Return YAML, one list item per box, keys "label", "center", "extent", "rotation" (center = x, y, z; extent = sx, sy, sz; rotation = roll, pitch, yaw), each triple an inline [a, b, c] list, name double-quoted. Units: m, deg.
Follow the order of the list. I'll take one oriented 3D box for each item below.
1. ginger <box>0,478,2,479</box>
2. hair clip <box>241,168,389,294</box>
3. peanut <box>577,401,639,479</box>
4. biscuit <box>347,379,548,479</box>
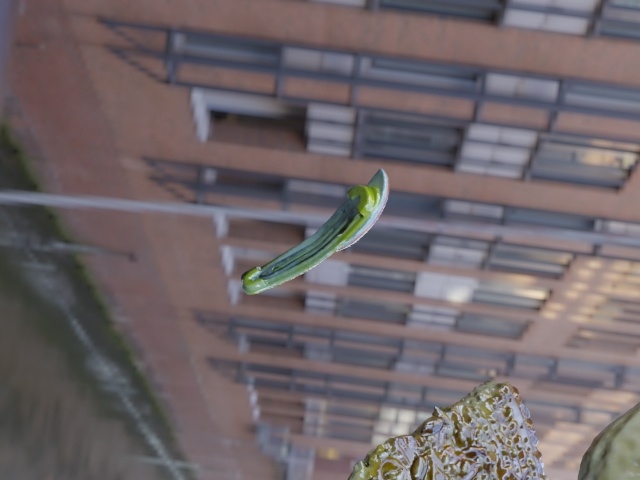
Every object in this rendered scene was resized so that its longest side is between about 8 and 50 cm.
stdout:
- label: "ginger"
  center: [-0.218, 0.127, 0.729]
  extent: [0.080, 0.333, 0.166]
  rotation: [-44, -163, 4]
- label: "hair clip"
  center: [0.000, 0.000, 1.541]
  extent: [0.033, 0.188, 0.060]
  rotation: [50, 6, -28]
- label: "peanut"
  center: [0.349, 0.174, 1.427]
  extent: [0.290, 0.130, 0.130]
  rotation: [-40, 158, -25]
- label: "biscuit"
  center: [0.077, 0.158, 0.843]
  extent: [0.206, 0.025, 0.126]
  rotation: [-28, 91, -49]
